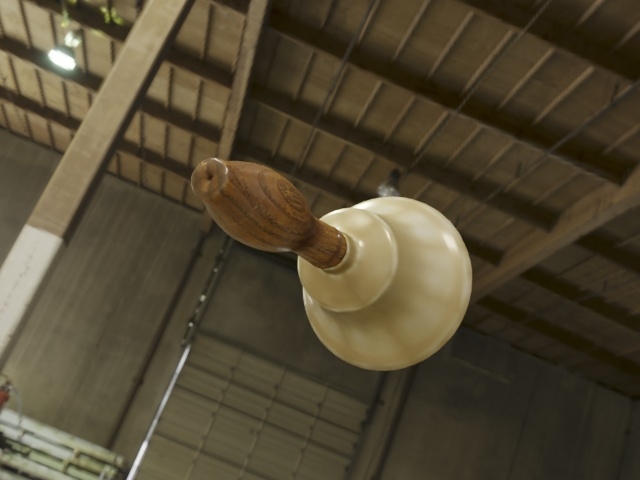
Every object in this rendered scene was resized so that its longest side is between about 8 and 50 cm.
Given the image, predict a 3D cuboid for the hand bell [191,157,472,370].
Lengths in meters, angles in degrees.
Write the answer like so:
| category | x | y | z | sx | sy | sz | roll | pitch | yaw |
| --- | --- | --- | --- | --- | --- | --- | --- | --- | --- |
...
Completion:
| category | x | y | z | sx | sy | sz | roll | pitch | yaw |
| --- | --- | --- | --- | --- | --- | --- | --- | --- | --- |
| hand bell | 0.000 | 0.000 | 0.460 | 0.126 | 0.126 | 0.242 | 12 | -9 | 26 |
